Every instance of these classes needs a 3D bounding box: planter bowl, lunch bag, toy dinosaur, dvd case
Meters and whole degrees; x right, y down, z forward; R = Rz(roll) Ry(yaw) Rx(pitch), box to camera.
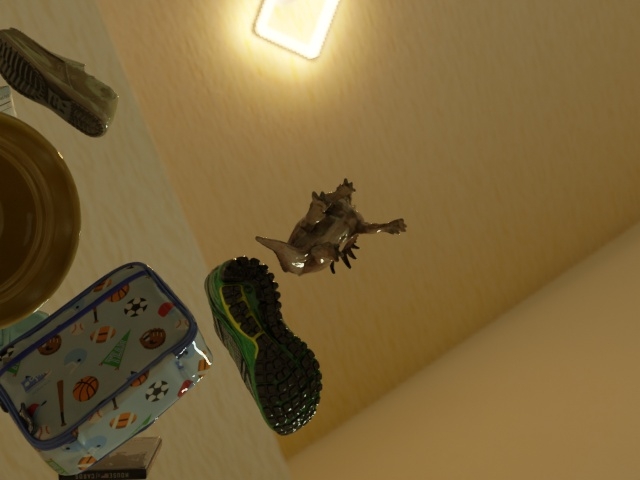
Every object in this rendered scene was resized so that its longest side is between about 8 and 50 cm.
[{"bbox_3d":[-0.354,-0.021,0.929,0.217,0.217,0.090,-34,-157,-30],"label":"planter bowl"},{"bbox_3d":[-0.328,0.178,1.381,0.303,0.115,0.243,-35,-131,-14],"label":"lunch bag"},{"bbox_3d":[0.000,0.000,1.577,0.295,0.127,0.200,-28,174,-40],"label":"toy dinosaur"},{"bbox_3d":[-0.443,0.465,2.023,0.179,0.030,0.239,-2,-177,-2],"label":"dvd case"}]

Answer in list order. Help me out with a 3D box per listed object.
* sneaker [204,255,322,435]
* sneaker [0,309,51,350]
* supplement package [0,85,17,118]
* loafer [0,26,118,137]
[{"bbox_3d":[-0.106,0.191,1.728,0.134,0.344,0.146,-22,-174,-27],"label":"sneaker"},{"bbox_3d":[-0.651,0.181,1.677,0.365,0.135,0.150,-9,163,-11],"label":"sneaker"},{"bbox_3d":[-0.602,-0.138,1.672,0.133,0.244,0.139,-10,-165,0],"label":"supplement package"},{"bbox_3d":[-0.483,-0.296,1.734,0.102,0.268,0.092,-43,-170,48],"label":"loafer"}]
